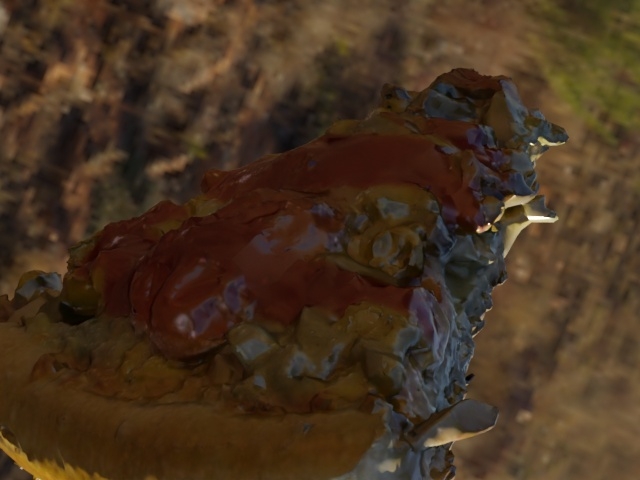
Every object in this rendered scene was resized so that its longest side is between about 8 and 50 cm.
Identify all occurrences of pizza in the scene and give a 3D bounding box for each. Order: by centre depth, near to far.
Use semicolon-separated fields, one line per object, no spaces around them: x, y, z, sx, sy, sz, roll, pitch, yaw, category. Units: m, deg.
0.000;0.000;0.497;0.199;0.188;0.062;-42;123;-35;pizza
